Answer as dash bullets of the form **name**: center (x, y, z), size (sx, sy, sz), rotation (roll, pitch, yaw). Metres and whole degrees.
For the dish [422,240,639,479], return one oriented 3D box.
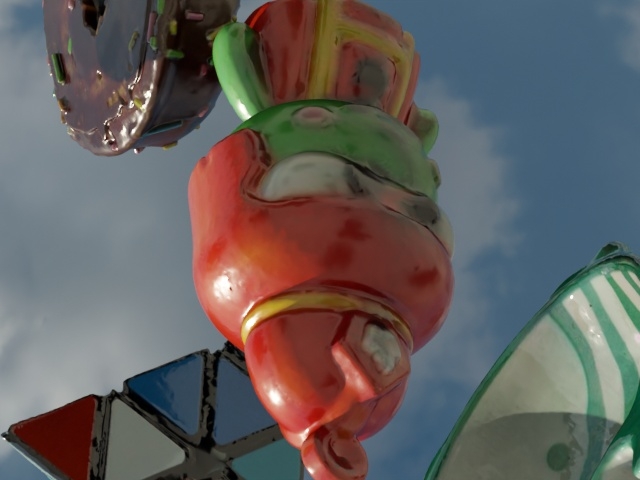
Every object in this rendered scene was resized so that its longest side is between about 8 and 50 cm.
- **dish**: center (0.118, 0.102, 0.662), size (0.078, 0.246, 0.224), rotation (32, -115, -7)

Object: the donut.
- **donut**: center (-0.132, -0.177, 1.171), size (0.089, 0.235, 0.235), rotation (0, -126, -29)

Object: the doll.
- **doll**: center (0.001, -0.001, 1.025), size (0.183, 0.160, 0.363), rotation (26, -137, -32)

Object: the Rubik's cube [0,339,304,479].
- **Rubik's cube**: center (-0.143, 0.202, 1.216), size (0.234, 0.284, 0.250), rotation (25, -148, -40)
